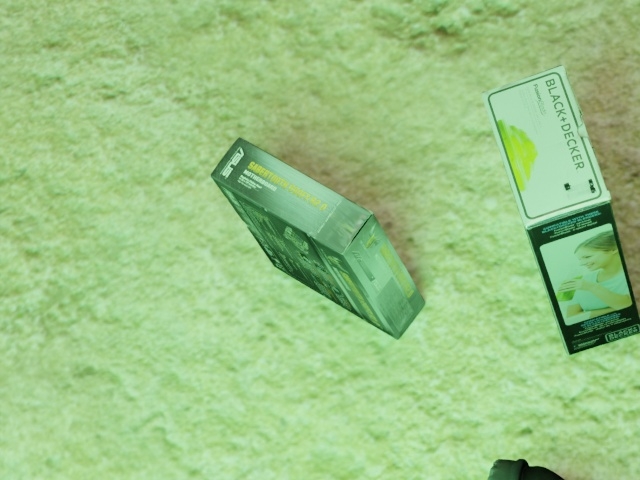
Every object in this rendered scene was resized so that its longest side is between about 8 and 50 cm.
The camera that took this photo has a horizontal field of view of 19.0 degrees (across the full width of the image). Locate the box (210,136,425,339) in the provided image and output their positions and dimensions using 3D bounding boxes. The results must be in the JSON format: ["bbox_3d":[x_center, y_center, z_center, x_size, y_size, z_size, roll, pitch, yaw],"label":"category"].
[{"bbox_3d":[0.000,0.000,2.023,0.183,0.231,0.056,30,77,28],"label":"box"}]

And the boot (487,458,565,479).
[{"bbox_3d":[0.363,0.296,1.659,0.445,0.367,0.146,0,103,9],"label":"boot"}]

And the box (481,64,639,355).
[{"bbox_3d":[0.247,-0.025,1.931,0.087,0.290,0.169,-18,59,6],"label":"box"}]
